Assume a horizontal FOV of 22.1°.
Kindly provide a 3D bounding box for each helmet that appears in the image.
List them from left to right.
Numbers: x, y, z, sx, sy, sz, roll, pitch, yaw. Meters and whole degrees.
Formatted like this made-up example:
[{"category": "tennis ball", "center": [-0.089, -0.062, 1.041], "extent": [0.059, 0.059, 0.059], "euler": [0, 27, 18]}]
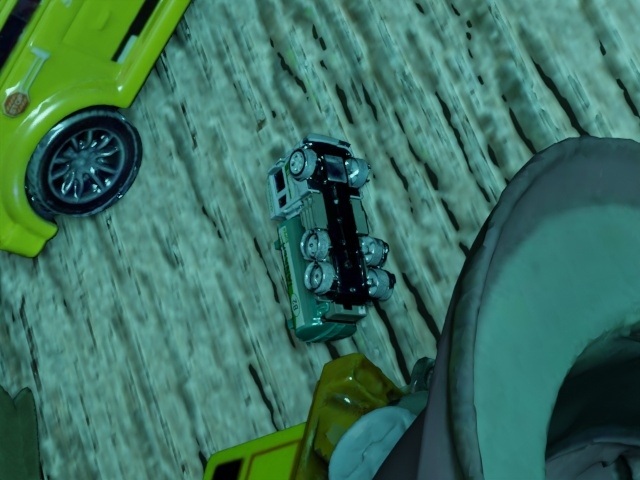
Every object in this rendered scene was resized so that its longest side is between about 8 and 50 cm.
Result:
[{"category": "helmet", "center": [0.100, 0.162, 0.434], "extent": [0.197, 0.271, 0.338], "euler": [-44, 72, 33]}]

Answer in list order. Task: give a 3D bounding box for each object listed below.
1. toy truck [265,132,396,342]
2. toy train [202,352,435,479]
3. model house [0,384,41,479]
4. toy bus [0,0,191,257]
[{"category": "toy truck", "center": [0.000, 0.000, 0.706], "extent": [0.044, 0.039, 0.083], "euler": [-33, 60, 44]}, {"category": "toy train", "center": [0.004, 0.138, 0.590], "extent": [0.127, 0.089, 0.219], "euler": [-21, 39, 36]}, {"category": "model house", "center": [-0.236, 0.166, 0.762], "extent": [0.211, 0.204, 0.243], "euler": [-41, 73, 23]}, {"category": "toy bus", "center": [-0.122, -0.167, 0.776], "extent": [0.145, 0.151, 0.331], "euler": [40, 104, 41]}]
